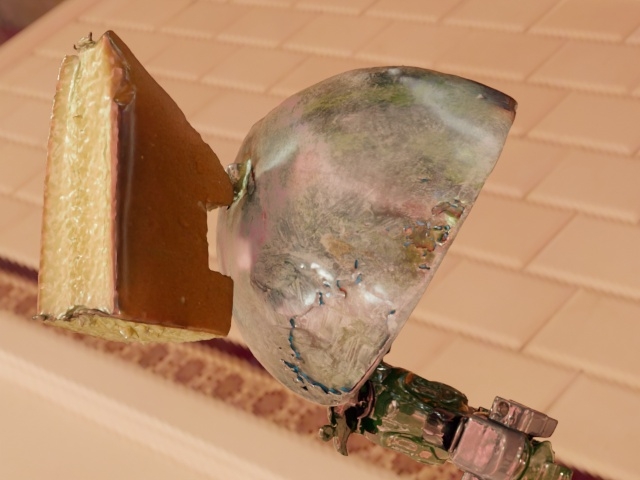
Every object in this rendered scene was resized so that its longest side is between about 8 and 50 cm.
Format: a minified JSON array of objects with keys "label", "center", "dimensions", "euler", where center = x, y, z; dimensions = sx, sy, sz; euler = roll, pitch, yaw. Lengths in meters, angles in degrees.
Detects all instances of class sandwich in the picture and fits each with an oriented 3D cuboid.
[{"label":"sandwich","center":[-0.151,-0.036,1.155],"dimensions":[0.122,0.236,0.128],"euler":[-12,160,39]}]

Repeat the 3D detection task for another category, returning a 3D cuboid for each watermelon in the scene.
[{"label":"watermelon","center":[-0.006,-0.004,1.162],"dimensions":[0.175,0.188,0.322],"euler":[29,129,-6]}]

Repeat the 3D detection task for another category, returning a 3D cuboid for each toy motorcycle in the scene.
[{"label":"toy motorcycle","center":[0.110,0.177,1.404],"dimensions":[0.187,0.125,0.274],"euler":[23,176,-40]}]
